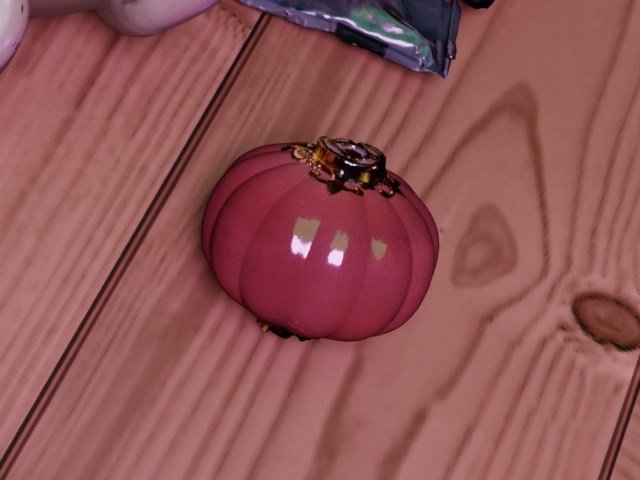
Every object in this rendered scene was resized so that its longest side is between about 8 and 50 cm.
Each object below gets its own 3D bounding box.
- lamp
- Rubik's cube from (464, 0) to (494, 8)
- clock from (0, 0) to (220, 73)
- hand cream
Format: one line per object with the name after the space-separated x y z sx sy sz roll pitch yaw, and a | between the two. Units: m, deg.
0.000 0.000 0.728 0.107 0.092 0.107 16 25 -8 | lamp
0.089 -0.247 0.850 0.155 0.154 0.151 38 48 -1 | Rubik's cube
-0.122 -0.223 0.710 0.309 0.114 0.284 -24 92 -16 | clock
-0.036 -0.160 0.822 0.248 0.052 0.075 26 58 -9 | hand cream
